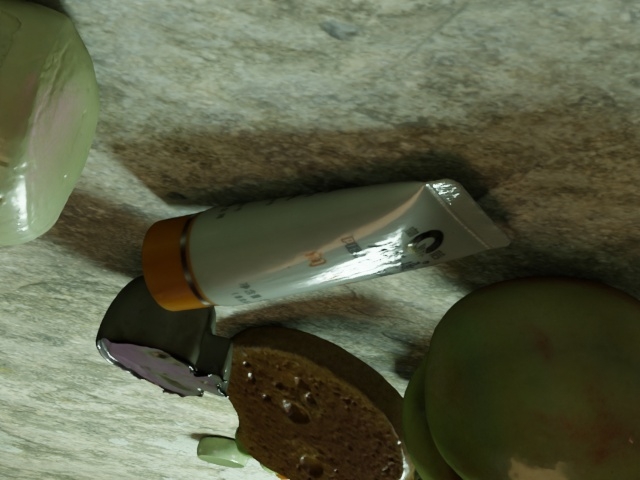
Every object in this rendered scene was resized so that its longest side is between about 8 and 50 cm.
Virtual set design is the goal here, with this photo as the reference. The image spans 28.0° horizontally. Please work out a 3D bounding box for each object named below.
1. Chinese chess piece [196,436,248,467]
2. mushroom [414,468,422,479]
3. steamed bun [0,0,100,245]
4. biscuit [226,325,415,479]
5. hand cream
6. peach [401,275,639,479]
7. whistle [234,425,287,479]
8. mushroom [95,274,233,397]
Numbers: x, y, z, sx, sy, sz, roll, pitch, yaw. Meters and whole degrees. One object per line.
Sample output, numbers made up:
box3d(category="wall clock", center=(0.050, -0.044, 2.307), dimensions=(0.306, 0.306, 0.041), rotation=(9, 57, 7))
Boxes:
box3d(category="Chinese chess piece", center=(-0.154, 0.335, 2.033), dimensions=(0.084, 0.034, 0.084), rotation=(10, 160, 4))
box3d(category="mushroom", center=(0.186, 0.267, 1.552), dimensions=(0.260, 0.234, 0.254), rotation=(-44, 170, 17))
box3d(category="steamed bun", center=(-0.255, -0.070, 0.935), dimensions=(0.169, 0.153, 0.239), rotation=(12, 155, -4))
box3d(category="biscuit", center=(0.001, 0.207, 1.484), dimensions=(0.273, 0.049, 0.257), rotation=(18, 135, 35))
box3d(category="hand cream", center=(0.000, 0.000, 1.112), dimensions=(0.314, 0.089, 0.139), rotation=(-13, 152, 28))
box3d(category="peach", center=(0.223, 0.163, 1.202), dimensions=(0.292, 0.247, 0.292), rotation=(2, 137, 2))
box3d(category="whistle", center=(-0.016, 0.248, 1.653), dimensions=(0.106, 0.131, 0.288), rotation=(-9, 176, -45))
box3d(category="mushroom", center=(-0.158, 0.094, 1.338), dimensions=(0.141, 0.117, 0.188), rotation=(6, 165, 1))
